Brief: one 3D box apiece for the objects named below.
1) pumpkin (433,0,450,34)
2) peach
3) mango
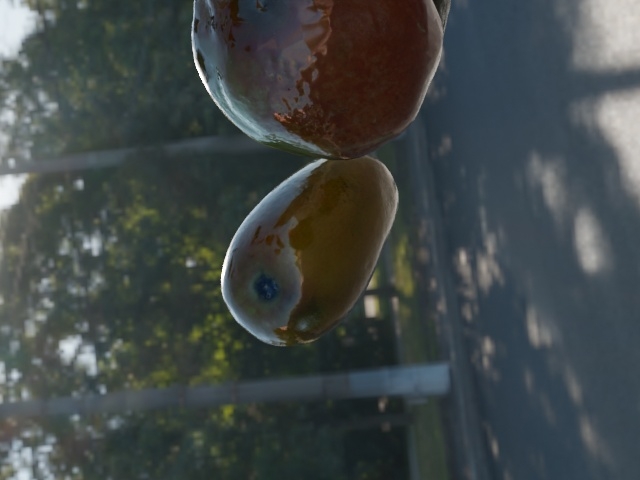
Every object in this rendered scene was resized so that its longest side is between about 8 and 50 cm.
[{"bbox_3d":[0.096,-0.282,1.559,0.278,0.111,0.163,-115,21,-49],"label":"pumpkin"},{"bbox_3d":[-0.018,-0.200,1.238,0.257,0.232,0.232,36,-151,-29],"label":"peach"},{"bbox_3d":[0.000,0.000,1.634,0.317,0.173,0.211,-49,-18,-41],"label":"mango"}]
